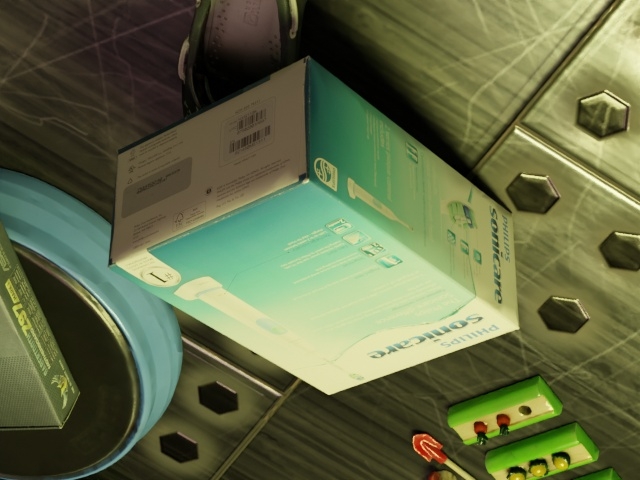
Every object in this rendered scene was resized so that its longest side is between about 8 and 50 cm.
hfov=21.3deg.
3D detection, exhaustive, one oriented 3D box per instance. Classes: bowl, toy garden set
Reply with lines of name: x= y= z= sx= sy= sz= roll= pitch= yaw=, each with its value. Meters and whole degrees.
bowl: x=-0.337 y=0.097 z=1.735 sx=0.391 sy=0.077 sz=0.391 roll=9 pitch=131 yaw=11
toy garden set: x=0.197 y=0.264 z=1.709 sx=0.204 sy=0.049 sz=0.244 roll=-24 pitch=118 yaw=33

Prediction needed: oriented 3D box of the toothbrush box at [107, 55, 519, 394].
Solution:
toothbrush box: x=0.000 y=0.000 z=1.442 sx=0.216 sy=0.126 sz=0.295 roll=-23 pitch=140 yaw=33

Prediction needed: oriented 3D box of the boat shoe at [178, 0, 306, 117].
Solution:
boat shoe: x=-0.072 y=-0.139 z=1.437 sx=0.114 sy=0.091 sz=0.302 roll=14 pitch=131 yaw=8

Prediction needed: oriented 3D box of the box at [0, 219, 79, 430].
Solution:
box: x=-0.357 y=0.083 z=1.639 sx=0.183 sy=0.059 sz=0.233 roll=-3 pitch=127 yaw=20
